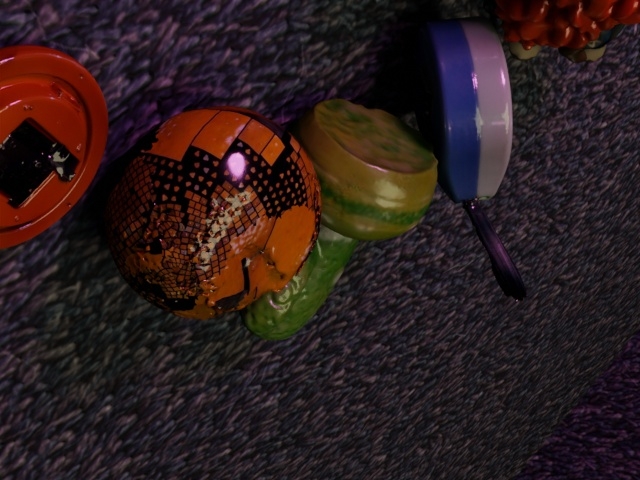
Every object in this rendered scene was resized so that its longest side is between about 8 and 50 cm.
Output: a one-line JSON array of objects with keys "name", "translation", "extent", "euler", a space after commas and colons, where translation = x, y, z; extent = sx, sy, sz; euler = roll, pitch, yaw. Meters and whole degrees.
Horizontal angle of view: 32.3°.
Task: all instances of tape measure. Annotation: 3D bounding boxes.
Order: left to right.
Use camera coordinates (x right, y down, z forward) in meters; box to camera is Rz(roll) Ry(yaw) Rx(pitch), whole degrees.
[{"name": "tape measure", "translation": [0.179, -0.115, 1.317], "extent": [0.098, 0.351, 0.215], "euler": [-9, 137, -4]}]

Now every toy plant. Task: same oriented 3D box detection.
[{"name": "toy plant", "translation": [0.000, 0.000, 1.343], "extent": [0.316, 0.184, 0.224], "euler": [-62, 170, 31]}]

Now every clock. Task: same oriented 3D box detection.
[{"name": "clock", "translation": [-0.280, -0.080, 1.003], "extent": [0.205, 0.051, 0.205], "euler": [-32, 142, -30]}]

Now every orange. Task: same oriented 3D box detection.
[{"name": "orange", "translation": [-0.110, -0.032, 1.148], "extent": [0.234, 0.182, 0.234], "euler": [-24, 141, -21]}]

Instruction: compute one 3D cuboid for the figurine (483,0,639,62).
[{"name": "figurine", "translation": [0.337, -0.323, 1.318], "extent": [0.412, 0.306, 0.241], "euler": [33, 69, -66]}]
